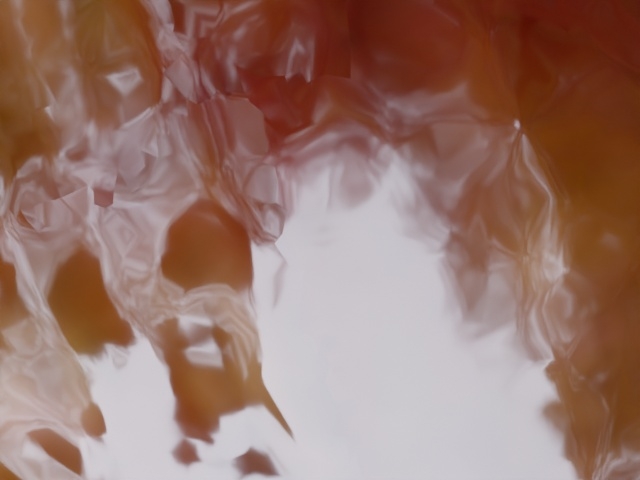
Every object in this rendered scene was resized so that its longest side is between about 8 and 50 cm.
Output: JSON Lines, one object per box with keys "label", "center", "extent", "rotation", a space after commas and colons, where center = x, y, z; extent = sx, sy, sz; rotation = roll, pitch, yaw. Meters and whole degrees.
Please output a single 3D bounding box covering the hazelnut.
{"label": "hazelnut", "center": [0.000, 0.000, 0.588], "extent": [0.421, 0.421, 0.353], "rotation": [0, -169, 19]}
